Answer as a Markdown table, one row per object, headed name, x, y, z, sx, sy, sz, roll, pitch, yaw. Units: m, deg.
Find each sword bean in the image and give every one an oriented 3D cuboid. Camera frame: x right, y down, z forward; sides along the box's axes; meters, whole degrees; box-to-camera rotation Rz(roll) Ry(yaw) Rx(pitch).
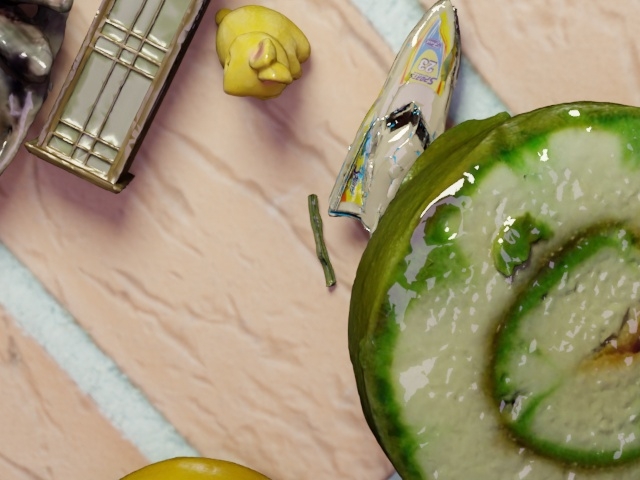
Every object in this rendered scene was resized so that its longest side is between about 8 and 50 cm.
| name | x | y | z | sx | sy | sz | roll | pitch | yaw |
| --- | --- | --- | --- | --- | --- | --- | --- | --- | --- |
| sword bean | 0.000 | 0.000 | 1.457 | 0.012 | 0.012 | 0.083 | -12 | 101 | 4 |

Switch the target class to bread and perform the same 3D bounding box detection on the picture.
| name | x | y | z | sx | sy | sz | roll | pitch | yaw |
| --- | --- | --- | --- | --- | --- | --- | --- | --- | --- |
| bread | 0.211 | 0.079 | 1.379 | 0.382 | 0.129 | 0.366 | 38 | 92 | -16 |

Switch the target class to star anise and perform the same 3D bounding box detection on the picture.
| name | x | y | z | sx | sy | sz | roll | pitch | yaw |
| --- | --- | --- | --- | --- | --- | --- | --- | --- | --- |
| star anise | -0.308 | -0.194 | 1.379 | 0.359 | 0.139 | 0.316 | -33 | 85 | 18 |

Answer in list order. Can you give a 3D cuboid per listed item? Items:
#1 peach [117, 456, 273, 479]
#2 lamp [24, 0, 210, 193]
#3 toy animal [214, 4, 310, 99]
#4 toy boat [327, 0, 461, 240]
| name | x | y | z | sx | sy | sz | roll | pitch | yaw |
| --- | --- | --- | --- | --- | --- | --- | --- | --- | --- |
| peach | -0.109 | 0.305 | 1.453 | 0.251 | 0.153 | 0.251 | 1 | 95 | 17 |
| lamp | -0.128 | -0.202 | 1.385 | 0.090 | 0.089 | 0.325 | 27 | 99 | -2 |
| toy animal | -0.051 | -0.145 | 1.356 | 0.083 | 0.159 | 0.070 | 40 | 101 | -11 |
| toy boat | 0.071 | -0.100 | 1.409 | 0.084 | 0.066 | 0.210 | 17 | 100 | -3 |
